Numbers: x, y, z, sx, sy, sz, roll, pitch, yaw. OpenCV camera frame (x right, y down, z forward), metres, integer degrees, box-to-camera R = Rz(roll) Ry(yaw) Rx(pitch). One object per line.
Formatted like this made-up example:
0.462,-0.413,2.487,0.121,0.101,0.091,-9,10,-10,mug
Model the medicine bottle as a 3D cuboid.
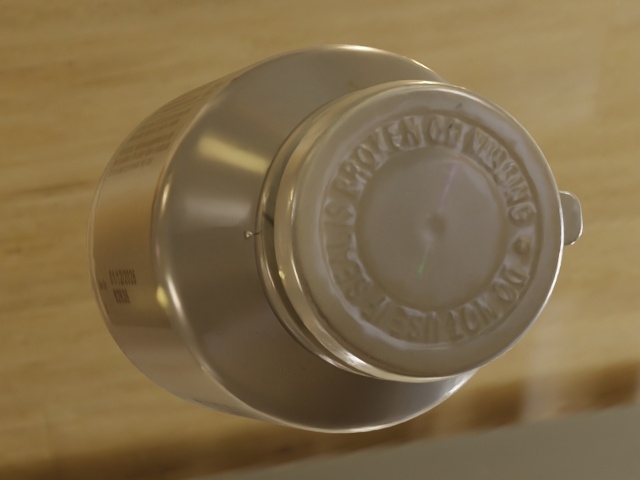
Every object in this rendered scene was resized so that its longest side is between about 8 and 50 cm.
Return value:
0.000,0.000,0.657,0.135,0.135,0.215,1,-2,-19,medicine bottle
